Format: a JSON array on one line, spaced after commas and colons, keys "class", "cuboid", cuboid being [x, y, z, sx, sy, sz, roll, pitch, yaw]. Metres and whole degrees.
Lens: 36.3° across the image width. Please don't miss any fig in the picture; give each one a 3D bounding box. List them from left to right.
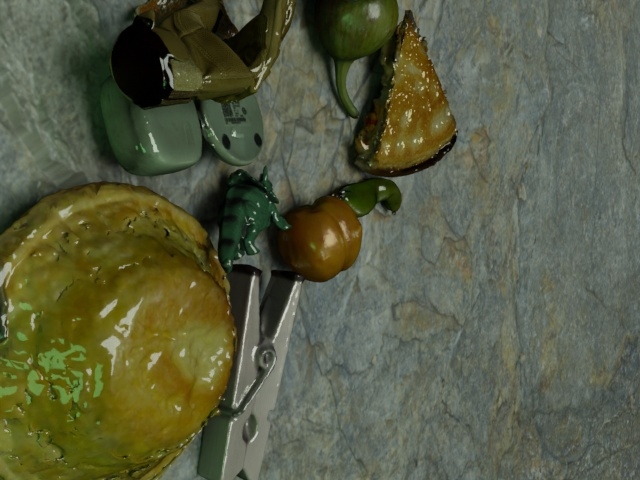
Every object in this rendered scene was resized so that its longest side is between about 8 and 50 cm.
[{"class": "fig", "cuboid": [0.050, -0.317, 1.612, 0.149, 0.149, 0.245, -21, 130, -46]}]

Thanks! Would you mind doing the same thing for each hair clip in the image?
[{"class": "hair clip", "cuboid": [-0.110, 0.203, 1.483, 0.101, 0.085, 0.330, 12, 86, -47]}]

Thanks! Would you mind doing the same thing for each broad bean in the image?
[{"class": "broad bean", "cuboid": [0.078, -0.075, 1.697, 0.214, 0.048, 0.070, -3, 95, -52]}]

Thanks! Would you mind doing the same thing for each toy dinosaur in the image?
[{"class": "toy dinosaur", "cuboid": [-0.108, -0.013, 1.422, 0.292, 0.079, 0.120, -80, 150, -51]}]

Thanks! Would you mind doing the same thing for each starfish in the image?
[{"class": "starfish", "cuboid": [-0.190, -0.354, 1.365, 0.247, 0.050, 0.138, 7, 90, -42]}]

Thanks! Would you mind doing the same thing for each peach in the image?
[{"class": "peach", "cuboid": [0.000, 0.000, 1.556, 0.138, 0.138, 0.138, -7, 99, -48]}]

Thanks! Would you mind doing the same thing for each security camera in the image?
[{"class": "security camera", "cuboid": [-0.185, -0.170, 1.368, 0.301, 0.080, 0.157, -15, 90, -59]}]

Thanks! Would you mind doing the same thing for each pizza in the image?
[{"class": "pizza", "cuboid": [0.130, -0.229, 1.722, 0.251, 0.074, 0.287, -48, 126, -35]}]

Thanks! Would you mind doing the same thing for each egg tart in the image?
[{"class": "egg tart", "cuboid": [-0.249, 0.144, 1.248, 0.443, 0.178, 0.443, -10, 103, -49]}]

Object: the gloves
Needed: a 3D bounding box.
[{"class": "gloves", "cuboid": [-0.133, -0.251, 1.273, 0.331, 0.154, 0.141, -34, 115, -50]}]
